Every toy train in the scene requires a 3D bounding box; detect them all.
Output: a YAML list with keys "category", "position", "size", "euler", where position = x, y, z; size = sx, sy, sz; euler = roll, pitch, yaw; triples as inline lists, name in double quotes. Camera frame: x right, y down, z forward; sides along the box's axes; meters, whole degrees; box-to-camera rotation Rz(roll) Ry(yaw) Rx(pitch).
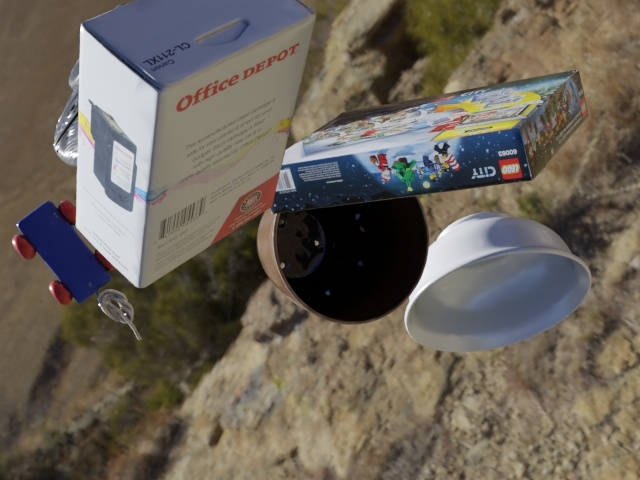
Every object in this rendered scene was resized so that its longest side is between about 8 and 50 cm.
- category: "toy train"
  position: [-0.361, 0.057, 1.580]
  size: [0.105, 0.248, 0.143]
  euler: [-39, 5, -9]

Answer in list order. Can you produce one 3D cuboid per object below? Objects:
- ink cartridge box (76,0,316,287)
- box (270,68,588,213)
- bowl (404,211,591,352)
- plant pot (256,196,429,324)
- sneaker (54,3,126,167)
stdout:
- category: "ink cartridge box"
  position: [-0.083, -0.073, 0.650]
  size: [0.127, 0.072, 0.175]
  euler: [-34, -26, -36]
- category: "box"
  position: [0.086, -0.082, 0.852]
  size: [0.233, 0.044, 0.159]
  euler: [-6, 20, 33]
- category: "bowl"
  position: [0.265, 0.049, 1.626]
  size: [0.298, 0.298, 0.134]
  euler: [-38, 48, 31]
- category: "plant pot"
  position: [0.000, 0.000, 1.395]
  size: [0.215, 0.215, 0.230]
  euler: [-63, 19, -11]
- category: "sneaker"
  position: [-0.159, -0.140, 1.215]
  size: [0.169, 0.257, 0.447]
  euler: [-52, 21, 11]
